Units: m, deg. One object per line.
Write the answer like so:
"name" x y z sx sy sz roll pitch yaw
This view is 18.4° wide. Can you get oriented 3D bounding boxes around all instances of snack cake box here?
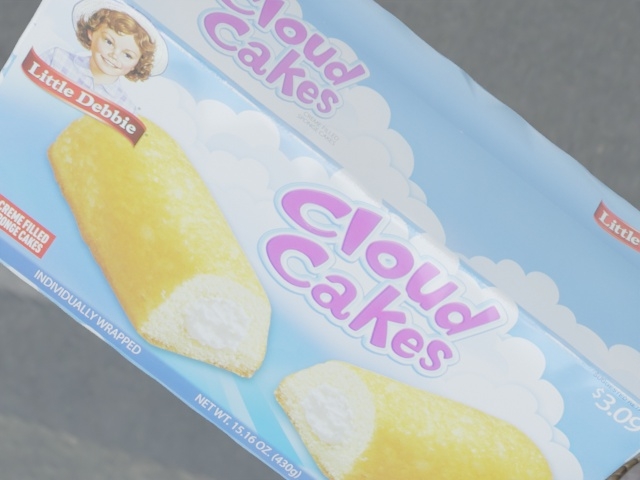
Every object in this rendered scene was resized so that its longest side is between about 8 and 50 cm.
"snack cake box" 0.000 0.000 0.749 0.264 0.089 0.152 38 135 -3

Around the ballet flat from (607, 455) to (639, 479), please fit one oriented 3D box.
"ballet flat" 0.151 0.235 1.109 0.084 0.250 0.058 15 -175 -12
